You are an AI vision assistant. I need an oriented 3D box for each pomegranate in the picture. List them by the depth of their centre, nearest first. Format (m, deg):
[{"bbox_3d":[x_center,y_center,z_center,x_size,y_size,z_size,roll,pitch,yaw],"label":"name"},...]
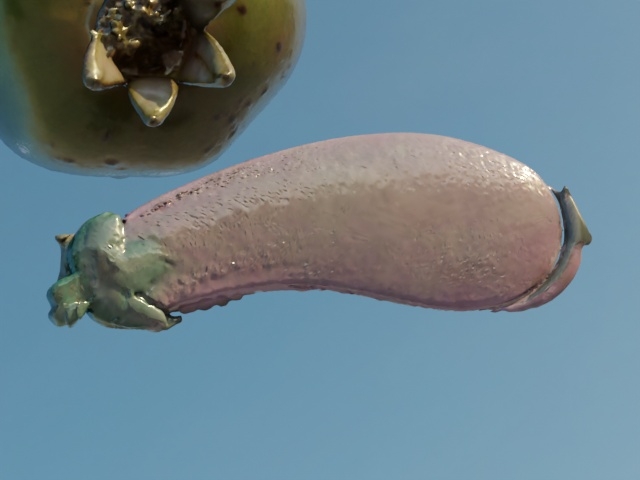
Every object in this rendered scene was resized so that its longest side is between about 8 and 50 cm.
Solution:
[{"bbox_3d":[-0.160,-0.182,1.111,0.291,0.291,0.323,-42,-3,5],"label":"pomegranate"}]

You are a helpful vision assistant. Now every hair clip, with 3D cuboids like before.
[{"bbox_3d":[0.000,-0.002,0.958,0.359,0.110,0.095,-10,-51,-1],"label":"hair clip"}]
